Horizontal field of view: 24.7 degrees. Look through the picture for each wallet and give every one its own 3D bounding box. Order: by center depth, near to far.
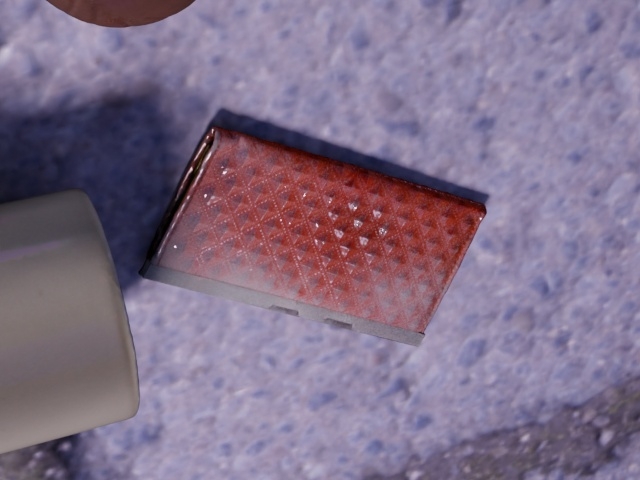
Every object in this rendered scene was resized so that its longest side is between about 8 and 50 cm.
[{"bbox_3d":[0.000,0.000,0.865,0.196,0.020,0.103,15,114,-30],"label":"wallet"}]

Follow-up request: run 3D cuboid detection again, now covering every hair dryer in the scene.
[{"bbox_3d":[-0.213,-0.052,0.693,0.203,0.128,0.362,-13,116,-15],"label":"hair dryer"}]

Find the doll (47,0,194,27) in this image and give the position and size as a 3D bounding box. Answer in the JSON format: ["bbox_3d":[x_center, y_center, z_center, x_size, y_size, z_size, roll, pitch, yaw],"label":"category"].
[{"bbox_3d":[-0.071,-0.172,0.687,0.188,0.096,0.145,-9,129,-30],"label":"doll"}]
